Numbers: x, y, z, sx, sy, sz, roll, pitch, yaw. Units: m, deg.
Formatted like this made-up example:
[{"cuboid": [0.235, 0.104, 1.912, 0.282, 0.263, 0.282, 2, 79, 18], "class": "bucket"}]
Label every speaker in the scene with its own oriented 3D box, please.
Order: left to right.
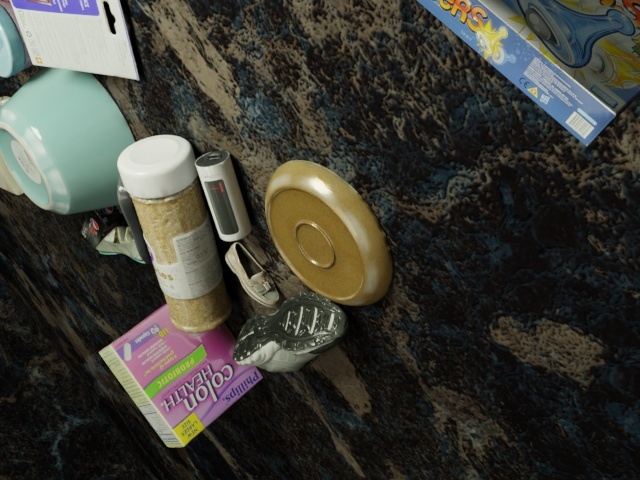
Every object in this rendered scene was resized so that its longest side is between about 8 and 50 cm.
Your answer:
[{"cuboid": [-0.149, -0.069, 1.055, 0.055, 0.055, 0.136, 19, 134, 41], "class": "speaker"}]

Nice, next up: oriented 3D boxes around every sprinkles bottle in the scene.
[{"cuboid": [-0.242, -0.001, 1.173, 0.121, 0.121, 0.356, 26, 139, 36], "class": "sprinkles bottle"}]

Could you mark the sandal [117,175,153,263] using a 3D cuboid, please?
[{"cuboid": [-0.307, -0.031, 1.237, 0.054, 0.097, 0.255, 0, 153, 2], "class": "sandal"}]

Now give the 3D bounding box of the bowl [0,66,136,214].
[{"cuboid": [-0.495, -0.172, 1.292, 0.311, 0.163, 0.312, 32, 143, 29], "class": "bowl"}]

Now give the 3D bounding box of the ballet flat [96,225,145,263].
[{"cuboid": [-0.410, 0.001, 1.447, 0.213, 0.072, 0.068, 9, 108, 43], "class": "ballet flat"}]

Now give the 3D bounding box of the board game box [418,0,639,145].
[{"cuboid": [0.158, -0.174, 0.496, 0.201, 0.136, 0.035, 44, 147, 12], "class": "board game box"}]

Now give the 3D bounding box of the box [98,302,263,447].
[{"cuboid": [-0.280, 0.252, 1.372, 0.243, 0.213, 0.117, 56, 148, -4], "class": "box"}]

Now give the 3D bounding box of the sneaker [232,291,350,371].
[{"cuboid": [-0.035, 0.159, 1.109, 0.108, 0.100, 0.271, 29, 149, -26], "class": "sneaker"}]

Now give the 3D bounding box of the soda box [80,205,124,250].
[{"cuboid": [-0.481, -0.038, 1.499, 0.060, 0.053, 0.169, 52, 148, 1], "class": "soda box"}]

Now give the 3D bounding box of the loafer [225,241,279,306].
[{"cuboid": [-0.114, 0.057, 1.141, 0.125, 0.045, 0.039, 47, 140, 14], "class": "loafer"}]

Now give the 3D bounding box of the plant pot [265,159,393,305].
[{"cuboid": [0.000, 0.000, 0.954, 0.236, 0.032, 0.236, 31, 141, 29], "class": "plant pot"}]

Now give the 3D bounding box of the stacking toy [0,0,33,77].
[{"cuboid": [-0.589, -0.447, 1.156, 0.279, 0.130, 0.309, 35, 138, 27], "class": "stacking toy"}]

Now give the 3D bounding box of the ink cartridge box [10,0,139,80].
[{"cuboid": [-0.384, -0.360, 1.056, 0.208, 0.045, 0.206, 12, 134, 16], "class": "ink cartridge box"}]

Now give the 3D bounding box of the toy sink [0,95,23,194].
[{"cuboid": [-0.713, -0.243, 1.527, 0.152, 0.131, 0.234, 17, 138, 43], "class": "toy sink"}]
